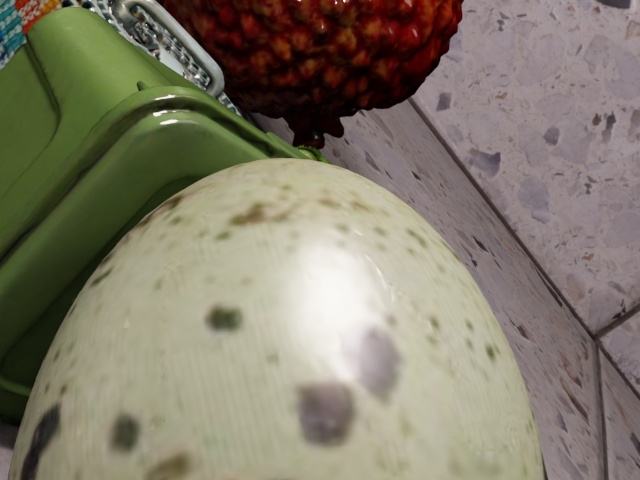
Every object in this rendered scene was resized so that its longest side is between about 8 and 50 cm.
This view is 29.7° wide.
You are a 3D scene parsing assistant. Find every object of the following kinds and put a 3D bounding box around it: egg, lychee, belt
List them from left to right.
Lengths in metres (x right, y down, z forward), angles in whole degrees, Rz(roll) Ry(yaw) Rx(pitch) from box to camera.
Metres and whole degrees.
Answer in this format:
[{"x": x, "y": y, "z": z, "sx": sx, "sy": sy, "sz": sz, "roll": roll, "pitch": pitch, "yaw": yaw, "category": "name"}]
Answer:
[{"x": -0.170, "y": -0.124, "z": 1.100, "sx": 0.295, "sy": 0.160, "sz": 0.207, "roll": 47, "pitch": 16, "yaw": -16, "category": "belt"}, {"x": -0.019, "y": 0.145, "z": 0.636, "sx": 0.288, "sy": 0.288, "sz": 0.379, "roll": 32, "pitch": 62, "yaw": -52, "category": "egg"}, {"x": -0.016, "y": -0.334, "z": 1.580, "sx": 0.424, "sy": 0.425, "sz": 0.499, "roll": -90, "pitch": -176, "yaw": -66, "category": "lychee"}]

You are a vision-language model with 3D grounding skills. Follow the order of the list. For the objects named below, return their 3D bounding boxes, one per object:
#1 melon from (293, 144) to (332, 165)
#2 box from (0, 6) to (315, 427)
[{"x": 0.000, "y": 0.000, "z": 1.388, "sx": 0.169, "sy": 0.129, "sz": 0.265, "roll": 48, "pitch": 15, "yaw": -26, "category": "melon"}, {"x": -0.118, "y": 0.003, "z": 0.835, "sx": 0.178, "sy": 0.253, "sz": 0.329, "roll": 52, "pitch": 11, "yaw": 34, "category": "box"}]
